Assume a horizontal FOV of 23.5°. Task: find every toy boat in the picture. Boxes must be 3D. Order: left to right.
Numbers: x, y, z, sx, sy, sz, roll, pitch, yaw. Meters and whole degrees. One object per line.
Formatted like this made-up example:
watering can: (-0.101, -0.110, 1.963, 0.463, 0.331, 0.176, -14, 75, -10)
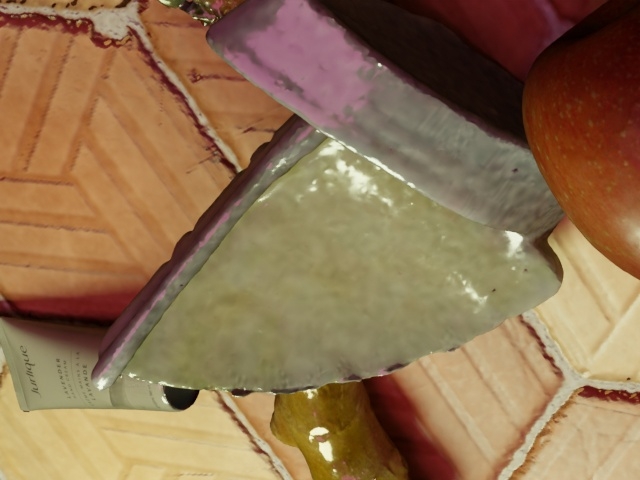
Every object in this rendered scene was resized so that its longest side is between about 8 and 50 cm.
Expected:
toy boat: (0.028, -0.016, 0.957, 0.276, 0.111, 0.293, 12, 126, -19)

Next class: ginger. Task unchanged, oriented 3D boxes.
ginger: (0.017, 0.128, 1.098, 0.118, 0.065, 0.299, -6, 114, 19)

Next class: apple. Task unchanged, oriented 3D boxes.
apple: (0.211, -0.064, 0.841, 0.181, 0.181, 0.168, -33, 97, 33)

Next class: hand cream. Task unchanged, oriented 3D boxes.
hand cream: (-0.166, 0.098, 1.162, 0.186, 0.054, 0.087, 0, 115, 29)

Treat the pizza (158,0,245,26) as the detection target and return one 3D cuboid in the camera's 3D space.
pizza: (-0.010, -0.151, 0.953, 0.185, 0.052, 0.195, -12, 122, 9)
